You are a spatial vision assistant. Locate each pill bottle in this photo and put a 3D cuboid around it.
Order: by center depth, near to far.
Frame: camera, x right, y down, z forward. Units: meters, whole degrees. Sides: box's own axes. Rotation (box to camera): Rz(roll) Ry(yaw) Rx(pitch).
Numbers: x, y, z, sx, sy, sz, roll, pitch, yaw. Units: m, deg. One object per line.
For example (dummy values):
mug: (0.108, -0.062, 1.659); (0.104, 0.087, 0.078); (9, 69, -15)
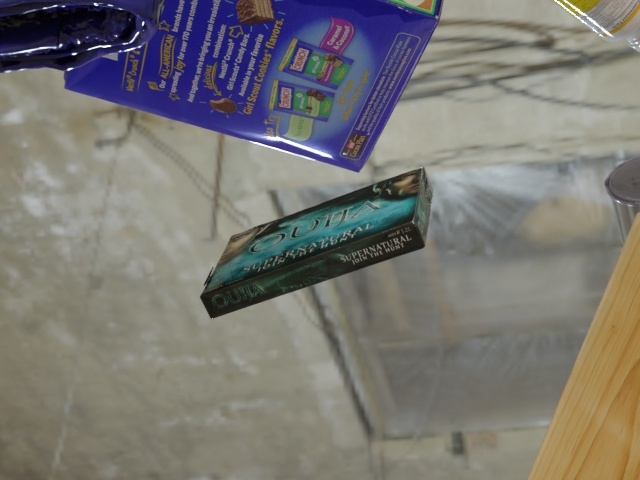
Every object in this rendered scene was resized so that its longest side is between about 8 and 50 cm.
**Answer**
pill bottle: (0.158, -0.140, 0.683); (0.083, 0.043, 0.043); (31, -141, -21)

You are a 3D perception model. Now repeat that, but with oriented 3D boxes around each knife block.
knife block: (0.162, 0.154, 0.729); (0.088, 0.242, 0.275); (29, -142, -63)

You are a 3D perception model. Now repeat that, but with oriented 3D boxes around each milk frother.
milk frother: (0.376, -0.038, 1.311); (0.143, 0.129, 0.134); (-89, -18, -52)

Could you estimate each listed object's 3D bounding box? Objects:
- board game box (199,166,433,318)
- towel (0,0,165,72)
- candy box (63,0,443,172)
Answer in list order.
board game box: (0.000, 0.000, 1.005); (0.126, 0.186, 0.026); (-72, -40, -65)
towel: (-0.167, -0.217, 0.572); (0.076, 0.228, 0.308); (79, -166, -67)
candy box: (-0.069, -0.217, 1.156); (0.268, 0.317, 0.122); (118, 165, -58)
